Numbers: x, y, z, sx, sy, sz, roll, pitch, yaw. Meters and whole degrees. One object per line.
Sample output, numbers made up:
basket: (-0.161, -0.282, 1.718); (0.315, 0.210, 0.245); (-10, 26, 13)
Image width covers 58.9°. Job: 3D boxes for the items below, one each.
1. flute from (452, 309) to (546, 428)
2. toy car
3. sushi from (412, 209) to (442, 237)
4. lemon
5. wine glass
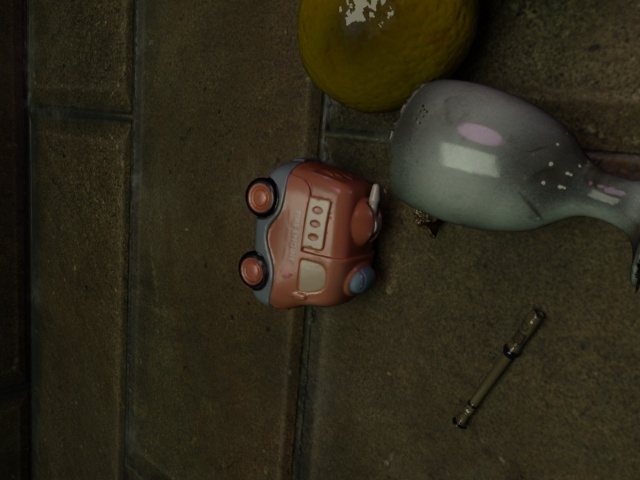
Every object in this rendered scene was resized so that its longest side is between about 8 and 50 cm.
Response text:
flute: (0.263, 0.196, 0.848); (0.027, 0.027, 0.233); (42, 120, 31)
toy car: (0.000, 0.000, 0.971); (0.212, 0.180, 0.270); (16, 105, 30)
sushi: (0.169, -0.066, 0.885); (0.052, 0.055, 0.120); (7, 101, 35)
lemon: (0.093, -0.309, 0.798); (0.267, 0.267, 0.267); (6, 99, 41)
wine glass: (0.257, -0.083, 0.702); (0.357, 0.190, 0.190); (23, 110, 34)
